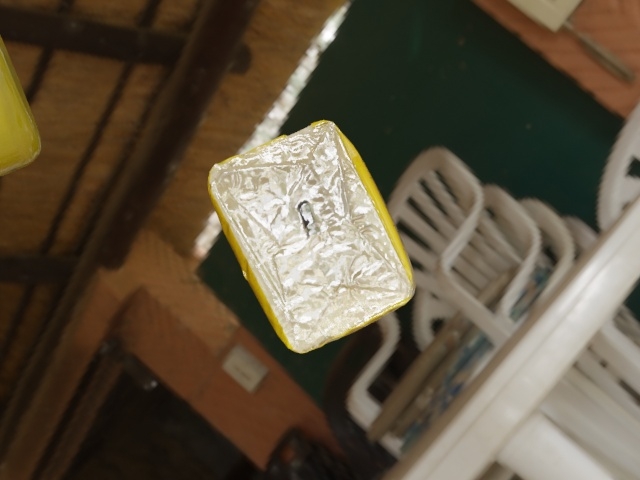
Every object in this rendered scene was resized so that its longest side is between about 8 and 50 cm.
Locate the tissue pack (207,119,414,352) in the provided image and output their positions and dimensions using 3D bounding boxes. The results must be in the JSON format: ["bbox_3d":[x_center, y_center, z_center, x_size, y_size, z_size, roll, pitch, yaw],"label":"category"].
[{"bbox_3d":[0.000,0.000,1.807,0.228,0.293,0.382,-27,-4,4],"label":"tissue pack"}]

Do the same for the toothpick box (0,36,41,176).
[{"bbox_3d":[-0.393,-0.103,1.019,0.271,0.175,0.175,-22,-14,-9],"label":"toothpick box"}]
